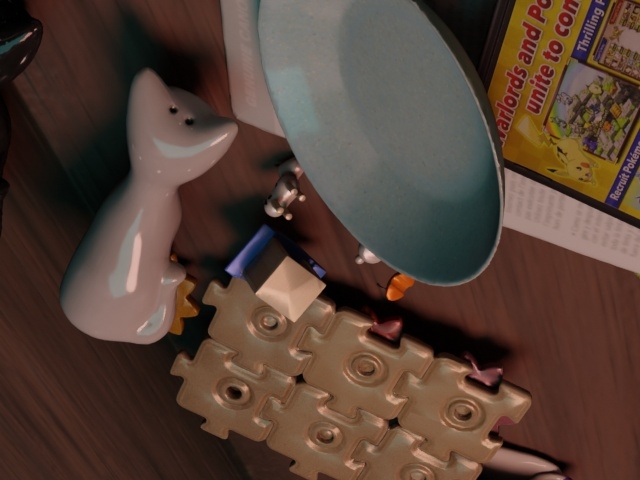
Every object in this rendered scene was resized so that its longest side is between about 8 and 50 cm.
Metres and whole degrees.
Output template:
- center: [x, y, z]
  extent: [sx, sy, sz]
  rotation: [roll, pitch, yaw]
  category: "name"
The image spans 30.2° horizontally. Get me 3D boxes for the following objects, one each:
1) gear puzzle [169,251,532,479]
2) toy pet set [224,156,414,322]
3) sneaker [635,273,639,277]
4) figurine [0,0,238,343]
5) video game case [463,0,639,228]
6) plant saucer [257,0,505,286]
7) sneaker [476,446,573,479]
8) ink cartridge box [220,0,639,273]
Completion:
- center: [-0.021, 0.095, 0.914]
  extent: [0.339, 0.044, 0.175]
  rotation: [25, 125, -2]
  category: "gear puzzle"
- center: [0.000, 0.000, 0.818]
  extent: [0.122, 0.065, 0.114]
  rotation: [38, 96, -28]
  category: "toy pet set"
- center: [0.289, 0.082, 0.750]
  extent: [0.240, 0.126, 0.091]
  rotation: [29, 138, -14]
  category: "sneaker"
- center: [-0.166, -0.052, 0.765]
  extent: [0.214, 0.092, 0.209]
  rotation: [26, 134, -1]
  category: "figurine"
- center: [0.201, -0.089, 0.509]
  extent: [0.248, 0.035, 0.275]
  rotation: [26, 144, 12]
  category: "video game case"
- center: [0.039, -0.069, 0.626]
  extent: [0.195, 0.037, 0.195]
  rotation: [44, 152, 31]
  category: "plant saucer"
- center: [0.186, 0.274, 1.023]
  extent: [0.282, 0.102, 0.161]
  rotation: [37, 132, -23]
  category: "sneaker"
- center: [0.126, -0.135, 0.620]
  extent: [0.385, 0.091, 0.308]
  rotation: [22, 143, 19]
  category: "ink cartridge box"
